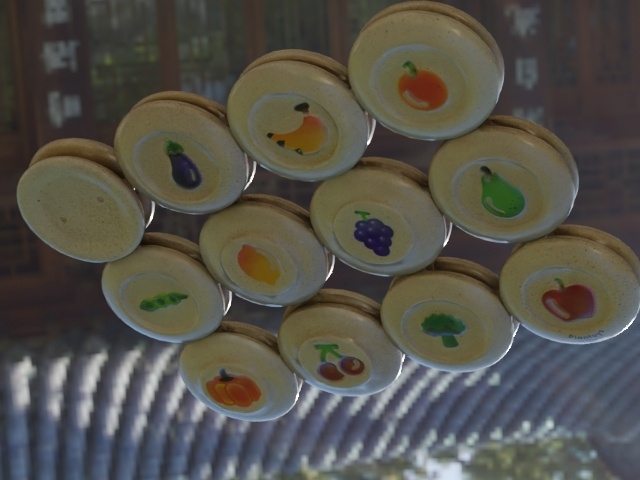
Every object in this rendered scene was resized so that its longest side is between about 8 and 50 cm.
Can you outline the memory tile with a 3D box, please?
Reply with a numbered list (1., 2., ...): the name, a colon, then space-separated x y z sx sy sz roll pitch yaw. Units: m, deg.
1. memory tile: 0.000 0.000 0.418 0.148 0.113 0.012 -17 -146 32
